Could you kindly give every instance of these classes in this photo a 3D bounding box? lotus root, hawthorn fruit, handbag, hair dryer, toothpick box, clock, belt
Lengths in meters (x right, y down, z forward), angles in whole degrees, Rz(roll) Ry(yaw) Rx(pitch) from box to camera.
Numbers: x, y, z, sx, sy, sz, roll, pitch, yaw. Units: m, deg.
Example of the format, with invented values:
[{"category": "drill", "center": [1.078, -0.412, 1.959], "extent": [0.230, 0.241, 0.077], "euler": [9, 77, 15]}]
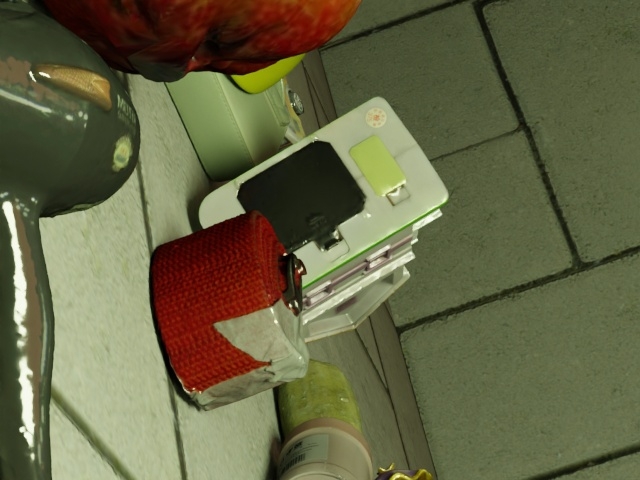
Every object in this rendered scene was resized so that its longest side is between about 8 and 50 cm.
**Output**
[{"category": "lotus root", "center": [0.001, 0.204, 1.578], "extent": [0.183, 0.090, 0.077], "euler": [-98, -165, -50]}, {"category": "hawthorn fruit", "center": [-0.096, -0.269, 1.175], "extent": [0.295, 0.295, 0.311], "euler": [64, 39, -48]}, {"category": "handbag", "center": [-0.108, -0.213, 1.674], "extent": [0.219, 0.079, 0.256], "euler": [-65, 140, -51]}, {"category": "hair dryer", "center": [-0.166, 0.040, 0.687], "extent": [0.304, 0.120, 0.359], "euler": [21, 58, -71]}, {"category": "toothpick box", "center": [0.002, 0.245, 1.414], "extent": [0.149, 0.098, 0.098], "euler": [-78, 149, -77]}, {"category": "clock", "center": [0.000, 0.000, 1.595], "extent": [0.166, 0.235, 0.309], "euler": [57, -8, 16]}, {"category": "belt", "center": [-0.070, 0.054, 1.249], "extent": [0.201, 0.124, 0.128], "euler": [-98, 166, -64]}]

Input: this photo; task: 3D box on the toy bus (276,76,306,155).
[{"category": "toy bus", "center": [-0.099, -0.246, 2.059], "extent": [0.106, 0.092, 0.268], "euler": [16, 55, -72]}]

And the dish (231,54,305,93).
[{"category": "dish", "center": [-0.050, -0.298, 1.620], "extent": [0.262, 0.108, 0.221], "euler": [-68, 142, -57]}]

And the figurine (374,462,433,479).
[{"category": "figurine", "center": [0.132, 0.415, 1.877], "extent": [0.189, 0.142, 0.263], "euler": [30, 35, -44]}]
